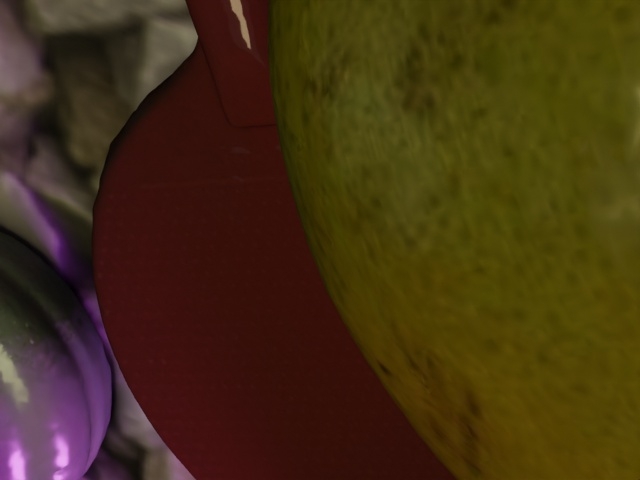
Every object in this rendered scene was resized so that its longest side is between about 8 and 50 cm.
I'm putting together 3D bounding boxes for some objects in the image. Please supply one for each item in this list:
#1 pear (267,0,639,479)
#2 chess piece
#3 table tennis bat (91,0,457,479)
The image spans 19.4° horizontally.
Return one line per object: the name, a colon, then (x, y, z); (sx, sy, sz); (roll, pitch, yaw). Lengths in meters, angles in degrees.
pear: (0.114, -0.049, 0.419); (0.253, 0.253, 0.307); (-9, 109, 32)
chess piece: (-0.191, 0.110, 0.661); (0.139, 0.271, 0.139); (13, 125, 19)
table tennis bat: (0.000, 0.000, 0.641); (0.200, 0.038, 0.310); (-3, 119, 27)
